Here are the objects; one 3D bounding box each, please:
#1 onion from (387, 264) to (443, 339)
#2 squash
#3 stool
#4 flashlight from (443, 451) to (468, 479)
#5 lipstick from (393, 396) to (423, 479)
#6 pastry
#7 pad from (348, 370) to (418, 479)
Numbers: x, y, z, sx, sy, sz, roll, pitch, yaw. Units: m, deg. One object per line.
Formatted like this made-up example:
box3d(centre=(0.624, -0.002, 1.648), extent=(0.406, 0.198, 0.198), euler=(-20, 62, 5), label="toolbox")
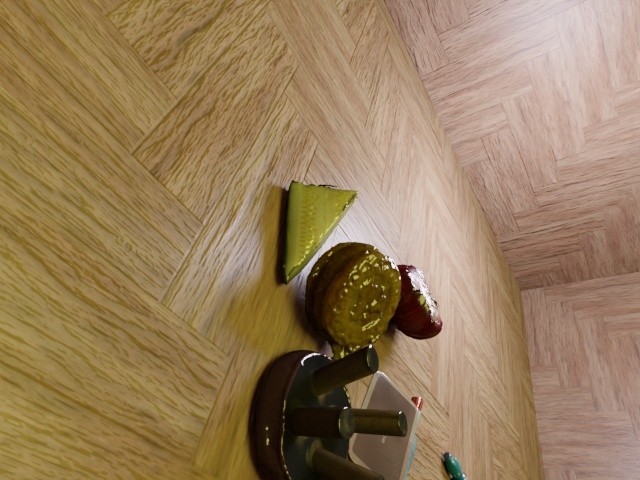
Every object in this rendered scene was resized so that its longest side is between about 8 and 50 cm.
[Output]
box3d(centre=(0.261, 0.179, 1.220), extent=(0.248, 0.161, 0.248), euler=(-11, 90, -68), label="onion")
box3d(centre=(0.000, 0.000, 0.941), extent=(0.170, 0.093, 0.252), euler=(6, 63, -9), label="squash")
box3d(centre=(0.026, 0.332, 0.766), extent=(0.272, 0.179, 0.272), euler=(31, 52, -50), label="stool")
box3d(centre=(0.430, 0.738, 1.337), extent=(0.129, 0.051, 0.051), euler=(59, 34, -14), label="flashlight")
box3d(centre=(0.227, 0.516, 1.103), extent=(0.068, 0.061, 0.274), euler=(62, 35, -12), label="lipstick")
box3d(centre=(0.075, 0.122, 0.941), extent=(0.240, 0.132, 0.235), euler=(-26, 122, -27), label="pastry")
box3d(centre=(0.163, 0.464, 1.026), extent=(0.176, 0.002, 0.266), euler=(45, 37, -6), label="pad")
